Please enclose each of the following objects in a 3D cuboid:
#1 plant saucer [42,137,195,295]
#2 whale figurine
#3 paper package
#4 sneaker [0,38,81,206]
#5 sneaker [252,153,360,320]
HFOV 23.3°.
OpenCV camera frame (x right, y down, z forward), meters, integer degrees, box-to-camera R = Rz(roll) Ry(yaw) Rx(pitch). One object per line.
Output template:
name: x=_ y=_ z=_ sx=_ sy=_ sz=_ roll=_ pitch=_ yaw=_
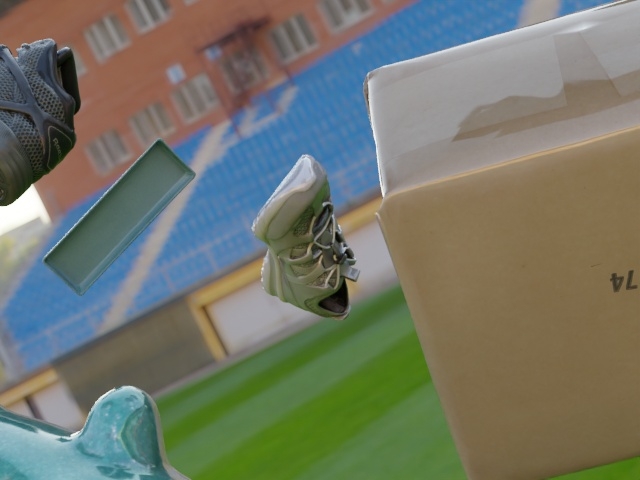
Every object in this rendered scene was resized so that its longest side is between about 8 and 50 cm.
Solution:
plant saucer: x=-0.228 y=-0.028 z=1.748 sx=0.192 sy=0.067 sz=0.018 roll=-47 pitch=31 yaw=-7
whale figurine: x=-0.171 y=0.164 z=0.848 sx=0.216 sy=0.272 sz=0.141 roll=-51 pitch=-25 yaw=13
paper package: x=0.221 y=-0.003 z=1.104 sx=0.324 sy=0.310 sz=0.168 roll=-15 pitch=36 yaw=8
sneaker: x=-0.280 y=-0.120 z=1.239 sx=0.130 sy=0.227 sz=0.087 roll=-39 pitch=-34 yaw=-37
sneaker: x=0.000 y=0.000 z=1.741 sx=0.105 sy=0.115 sz=0.281 roll=-54 pitch=-16 yaw=-19
